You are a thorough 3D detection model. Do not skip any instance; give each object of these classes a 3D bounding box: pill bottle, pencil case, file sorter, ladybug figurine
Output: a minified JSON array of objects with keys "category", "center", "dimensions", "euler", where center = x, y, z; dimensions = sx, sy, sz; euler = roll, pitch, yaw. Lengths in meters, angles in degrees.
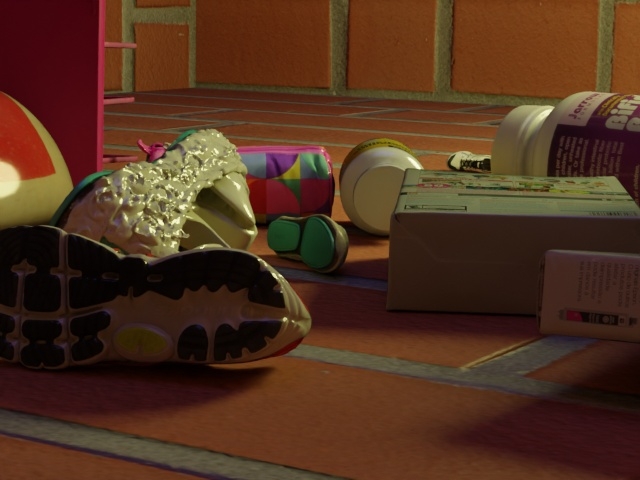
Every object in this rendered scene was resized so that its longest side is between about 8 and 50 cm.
[{"category":"pill bottle","center":[0.073,-0.061,1.881],"dimensions":[0.103,0.103,0.184],"euler":[1,9,-1]},{"category":"pencil case","center":[-0.100,-0.068,1.931],"dimensions":[0.236,0.104,0.104],"euler":[1,9,-5]},{"category":"pill bottle","center":[0.349,-0.083,1.847],"dimensions":[0.301,0.169,0.169],"euler":[9,12,41]},{"category":"file sorter","center":[-0.327,-0.168,1.944],"dimensions":[0.202,0.291,0.182],"euler":[3,6,13]},{"category":"ladybug figurine","center":[-0.445,-0.070,1.657],"dimensions":[0.305,0.162,0.449],"euler":[2,9,32]}]

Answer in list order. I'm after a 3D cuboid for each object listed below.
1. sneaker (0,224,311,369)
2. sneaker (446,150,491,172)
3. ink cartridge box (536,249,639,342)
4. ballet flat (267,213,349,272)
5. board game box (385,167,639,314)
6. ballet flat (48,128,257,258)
[{"category":"sneaker","center":[-0.140,0.056,1.227],"dimensions":[0.279,0.107,0.118],"euler":[7,-8,19]},{"category":"sneaker","center":[0.237,-0.121,2.509],"dimensions":[0.083,0.032,0.037],"euler":[-1,9,-8]},{"category":"ink cartridge box","center":[0.374,0.051,1.164],"dimensions":[0.330,0.071,0.324],"euler":[6,1,36]},{"category":"ballet flat","center":[0.000,0.000,1.650],"dimensions":[0.052,0.057,0.168],"euler":[7,6,-26]},{"category":"board game box","center":[0.182,-0.003,1.553],"dimensions":[0.224,0.097,0.303],"euler":[3,10,5]},{"category":"ballet flat","center":[-0.137,-0.012,1.574],"dimensions":[0.147,0.147,0.409],"euler":[3,12,14]}]
